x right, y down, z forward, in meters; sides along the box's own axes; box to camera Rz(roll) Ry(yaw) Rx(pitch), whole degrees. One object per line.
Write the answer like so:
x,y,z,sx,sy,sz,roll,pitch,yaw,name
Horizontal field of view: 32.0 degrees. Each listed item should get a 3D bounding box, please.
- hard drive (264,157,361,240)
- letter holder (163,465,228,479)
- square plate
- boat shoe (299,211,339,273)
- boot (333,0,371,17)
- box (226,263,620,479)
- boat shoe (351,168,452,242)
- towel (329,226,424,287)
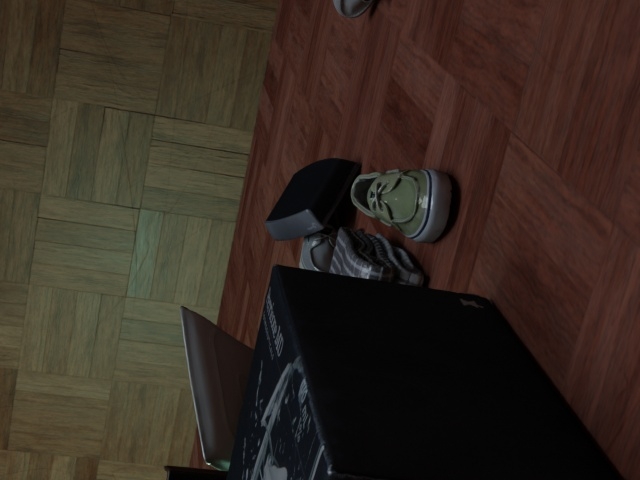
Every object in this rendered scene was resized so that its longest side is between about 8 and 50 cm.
-0.024,-0.085,2.248,0.172,0.054,0.254,-60,18,-17,hard drive
-0.150,0.502,2.058,0.214,0.301,0.152,155,123,-76,letter holder
-0.158,0.332,2.292,0.344,0.049,0.347,41,-151,-53,square plate
0.001,0.000,2.237,0.227,0.079,0.081,-92,11,-54,boat shoe
0.082,-0.498,2.151,0.258,0.095,0.123,115,166,-52,boot
0.061,0.342,1.210,0.480,0.297,0.472,-114,36,-69,box
0.117,-0.056,1.685,0.302,0.094,0.109,-172,90,-78,boat shoe
0.061,0.115,1.772,0.284,0.121,0.235,-127,47,-74,towel
